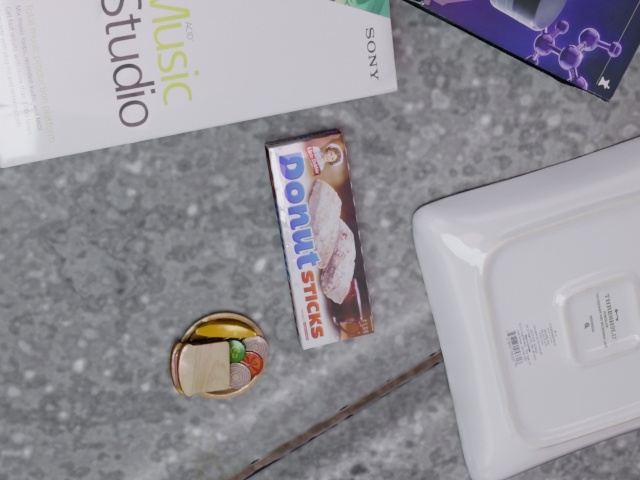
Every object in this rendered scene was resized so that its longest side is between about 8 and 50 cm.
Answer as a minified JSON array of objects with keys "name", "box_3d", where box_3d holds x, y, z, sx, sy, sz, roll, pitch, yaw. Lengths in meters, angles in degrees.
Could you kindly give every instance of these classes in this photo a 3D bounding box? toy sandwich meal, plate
[{"name":"toy sandwich meal","box_3d":[-0.083,0.099,1.186,0.085,0.029,0.085,-4,107,-13]},{"name":"plate","box_3d":[0.239,0.064,1.250,0.278,0.045,0.277,-17,110,-8]}]

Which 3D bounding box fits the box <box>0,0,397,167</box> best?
[{"name":"box","box_3d":[-0.105,-0.197,1.058,0.322,0.058,0.232,-14,109,-20]}]

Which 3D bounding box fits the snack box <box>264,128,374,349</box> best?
[{"name":"snack box","box_3d":[0.000,0.000,1.182,0.064,0.022,0.178,-13,109,-9]}]

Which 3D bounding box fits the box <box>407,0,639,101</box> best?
[{"name":"box","box_3d":[0.196,-0.268,1.112,0.184,0.103,0.261,23,99,-22]}]
